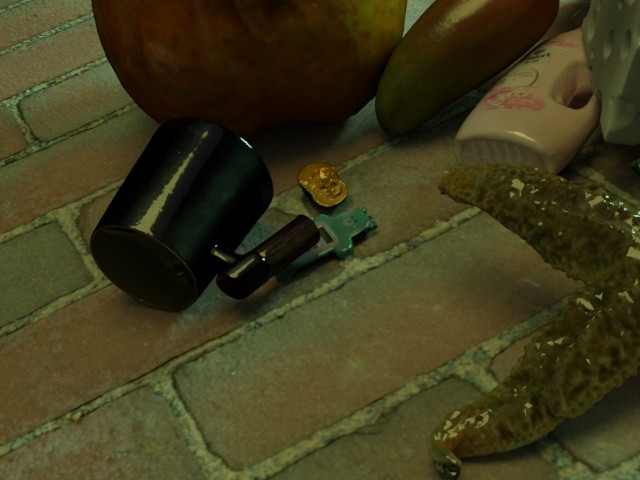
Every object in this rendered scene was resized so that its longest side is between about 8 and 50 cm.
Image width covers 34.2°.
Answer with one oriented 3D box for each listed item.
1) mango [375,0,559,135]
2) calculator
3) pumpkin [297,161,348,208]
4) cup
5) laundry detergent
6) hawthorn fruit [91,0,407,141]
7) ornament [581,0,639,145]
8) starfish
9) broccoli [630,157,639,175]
[{"bbox_3d":[0.184,-0.255,1.351,0.289,0.129,0.146,-42,1,-5],"label":"mango"},{"bbox_3d":[0.000,0.000,1.244,0.141,0.019,0.094,-25,35,-10],"label":"calculator"},{"bbox_3d":[0.004,-0.063,1.314,0.050,0.028,0.083,-23,46,-10],"label":"pumpkin"},{"bbox_3d":[-0.137,-0.031,1.207,0.239,0.166,0.177,-4,41,36],"label":"cup"},{"bbox_3d":[0.303,-0.194,1.318,0.159,0.087,0.335,14,46,35],"label":"laundry detergent"},{"bbox_3d":[-0.099,-0.366,1.412,0.472,0.471,0.471,-11,37,8],"label":"hawthorn fruit"},{"bbox_3d":[0.447,-0.258,1.158,0.239,0.239,0.239,5,44,0],"label":"ornament"},{"bbox_3d":[0.256,0.002,0.968,0.432,0.082,0.324,-27,58,13],"label":"starfish"},{"bbox_3d":[0.402,0.011,1.000,0.165,0.145,0.304,-10,50,15],"label":"broccoli"}]
